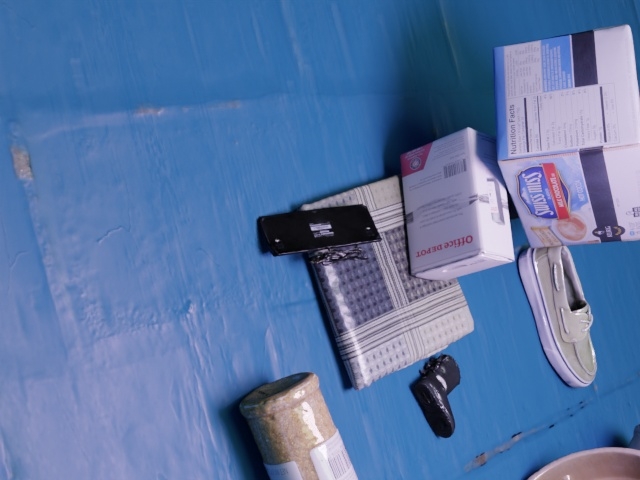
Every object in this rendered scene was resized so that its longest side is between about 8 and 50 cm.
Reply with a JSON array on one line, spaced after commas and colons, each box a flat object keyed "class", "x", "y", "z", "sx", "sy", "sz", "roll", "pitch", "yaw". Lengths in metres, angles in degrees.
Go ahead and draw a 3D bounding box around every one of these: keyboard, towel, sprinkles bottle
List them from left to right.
[{"class": "keyboard", "x": 0.000, "y": 0.000, "z": 1.657, "sx": 0.192, "sy": 0.038, "sz": 0.100, "roll": -8, "pitch": 59, "yaw": -25}, {"class": "sprinkles bottle", "x": 0.004, "y": 0.368, "z": 1.519, "sx": 0.121, "sy": 0.121, "sz": 0.355, "roll": -27, "pitch": 98, "yaw": -47}, {"class": "towel", "x": 0.110, "y": 0.058, "z": 1.789, "sx": 0.324, "sy": 0.056, "sz": 0.312, "roll": -18, "pitch": 88, "yaw": -46}]

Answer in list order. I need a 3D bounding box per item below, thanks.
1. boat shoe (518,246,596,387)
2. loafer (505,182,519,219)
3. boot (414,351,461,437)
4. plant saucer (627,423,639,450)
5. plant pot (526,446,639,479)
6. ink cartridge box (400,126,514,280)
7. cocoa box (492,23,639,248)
[{"class": "boat shoe", "x": 0.481, "y": 0.149, "z": 2.109, "sx": 0.109, "sy": 0.094, "sz": 0.302, "roll": -34, "pitch": 103, "yaw": -46}, {"class": "loafer", "x": 0.387, "y": -0.116, "z": 2.114, "sx": 0.302, "sy": 0.095, "sz": 0.109, "roll": -19, "pitch": 123, "yaw": -43}, {"class": "boot", "x": 0.210, "y": 0.260, "z": 1.829, "sx": 0.099, "sy": 0.045, "sz": 0.121, "roll": -42, "pitch": 108, "yaw": -48}, {"class": "plant saucer", "x": 0.673, "y": 0.560, "z": 2.094, "sx": 0.400, "sy": 0.100, "sz": 0.400, "roll": -23, "pitch": 90, "yaw": -87}, {"class": "plant pot", "x": 0.521, "y": 0.589, "z": 1.882, "sx": 0.334, "sy": 0.333, "sz": 0.305, "roll": -54, "pitch": 128, "yaw": -41}, {"class": "ink cartridge box", "x": 0.225, "y": -0.055, "z": 1.788, "sx": 0.092, "sy": 0.158, "sz": 0.218, "roll": 13, "pitch": 67, "yaw": -42}, {"class": "cocoa box", "x": 0.435, "y": -0.163, "z": 1.833, "sx": 0.347, "sy": 0.228, "sz": 0.231, "roll": 52, "pitch": 35, "yaw": -58}]
